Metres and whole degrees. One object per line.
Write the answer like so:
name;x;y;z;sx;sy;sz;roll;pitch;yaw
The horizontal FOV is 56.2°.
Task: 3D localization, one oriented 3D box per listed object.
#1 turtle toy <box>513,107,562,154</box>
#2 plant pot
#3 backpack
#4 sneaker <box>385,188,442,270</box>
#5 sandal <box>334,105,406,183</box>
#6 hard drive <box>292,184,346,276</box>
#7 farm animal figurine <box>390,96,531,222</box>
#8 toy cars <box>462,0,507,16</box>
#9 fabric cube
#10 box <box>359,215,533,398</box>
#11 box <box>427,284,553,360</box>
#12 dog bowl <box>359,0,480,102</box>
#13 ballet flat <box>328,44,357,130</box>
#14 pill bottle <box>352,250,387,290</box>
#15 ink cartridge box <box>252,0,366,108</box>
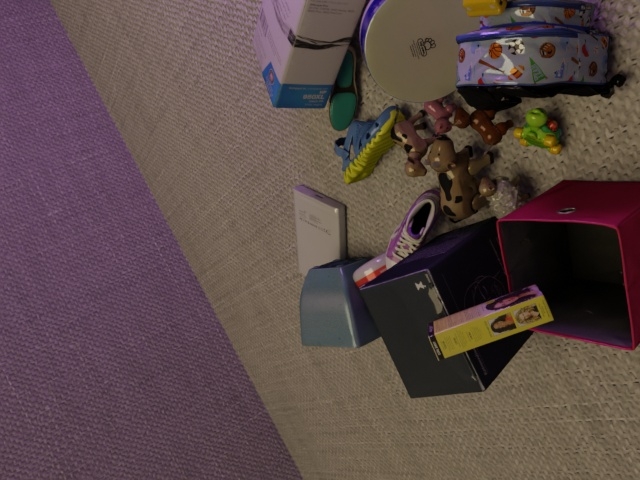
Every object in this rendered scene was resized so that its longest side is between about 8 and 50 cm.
turtle toy;0.473;-0.239;1.290;0.095;0.130;0.066;26;92;36
plant pot;0.082;0.192;1.965;0.248;0.247;0.252;-6;96;42
backpack;0.397;-0.358;1.160;0.277;0.264;0.213;7;111;52
sneaker;0.238;-0.006;1.620;0.102;0.161;0.282;26;113;11
sandal;0.125;-0.287;1.705;0.138;0.126;0.317;60;145;11
hard drive;0.000;0.000;2.128;0.233;0.047;0.352;28;132;40
farm animal figurine;0.307;-0.187;1.451;0.330;0.172;0.326;8;125;62
toy cars;0.385;-0.564;1.031;0.394;0.087;0.176;-38;47;29
fabric cube;0.557;0.032;1.222;0.254;0.258;0.258;7;118;52
box;0.335;0.151;1.449;0.212;0.396;0.293;-22;94;44
box;0.330;0.161;1.185;0.232;0.087;0.058;-23;96;12
dog bowl;0.222;-0.447;1.333;0.104;0.265;0.264;-92;1;-56
ballet flat;0.067;-0.440;1.717;0.086;0.086;0.248;35;133;35
pill bottle;0.248;0.191;1.808;0.322;0.182;0.181;59;146;6
ink cartridge box;-0.040;-0.592;1.593;0.394;0.166;0.285;116;143;-51
